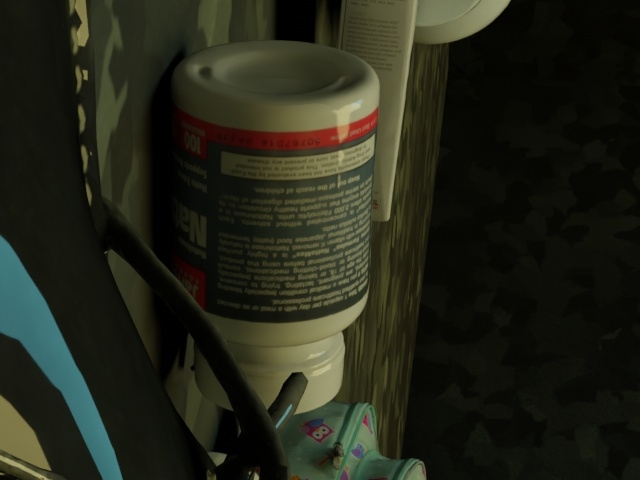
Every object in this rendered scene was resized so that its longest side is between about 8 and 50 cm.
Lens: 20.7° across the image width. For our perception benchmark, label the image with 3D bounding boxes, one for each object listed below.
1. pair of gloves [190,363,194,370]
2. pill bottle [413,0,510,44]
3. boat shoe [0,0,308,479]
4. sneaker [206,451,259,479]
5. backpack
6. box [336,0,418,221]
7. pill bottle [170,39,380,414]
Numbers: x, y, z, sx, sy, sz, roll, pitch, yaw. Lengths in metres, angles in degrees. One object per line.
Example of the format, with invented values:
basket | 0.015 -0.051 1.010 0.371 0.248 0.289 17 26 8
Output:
pair of gloves | -0.067 0.040 1.015 0.083 0.010 0.074 61 33 -83
pill bottle | 0.103 -0.265 1.591 0.301 0.169 0.169 -58 152 -78
boat shoe | -0.070 0.083 0.393 0.187 0.156 0.500 -49 142 -76
sneaker | -0.062 0.226 0.880 0.121 0.079 0.217 -71 166 -71
backpack | -0.001 0.195 1.147 0.188 0.144 0.166 -83 168 -51
box | 0.048 -0.208 1.315 0.232 0.058 0.322 -79 177 -63
pill bottle | -0.025 -0.005 0.918 0.108 0.108 0.180 -71 165 -65
